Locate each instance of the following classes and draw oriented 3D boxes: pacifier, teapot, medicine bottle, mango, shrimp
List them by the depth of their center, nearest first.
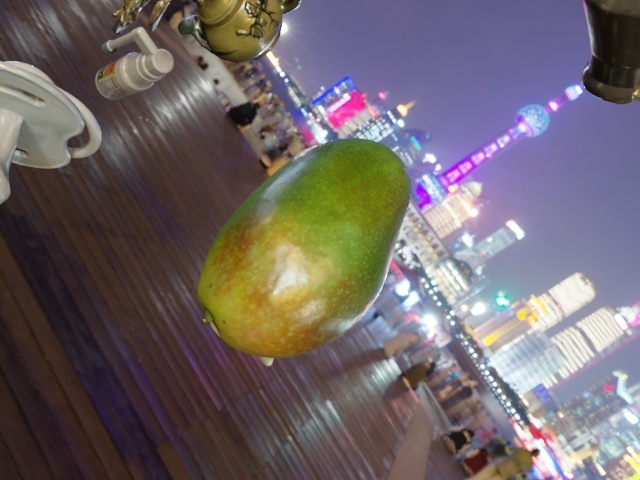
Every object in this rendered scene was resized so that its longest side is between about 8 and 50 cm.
[{"bbox_3d":[0.000,0.000,0.777,0.225,0.382,0.201,35,-26,17],"label":"mango"},{"bbox_3d":[-0.489,-0.149,0.880,0.238,0.287,0.226,26,62,-28],"label":"pacifier"},{"bbox_3d":[-0.313,-0.289,0.916,0.220,0.061,0.092,5,-45,49],"label":"medicine bottle"},{"bbox_3d":[-0.161,-0.454,1.082,0.182,0.269,0.173,24,56,-53],"label":"teapot"},{"bbox_3d":[-0.372,-0.510,1.190,0.051,0.217,0.150,14,39,-53],"label":"shrimp"},{"bbox_3d":[0.834,-0.588,1.473,0.362,0.305,0.376,73,27,-49],"label":"teapot"}]

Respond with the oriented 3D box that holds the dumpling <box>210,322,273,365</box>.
[{"bbox_3d":[-0.190,0.226,1.452,0.318,0.187,0.243,-131,-149,-61],"label":"dumpling"}]
